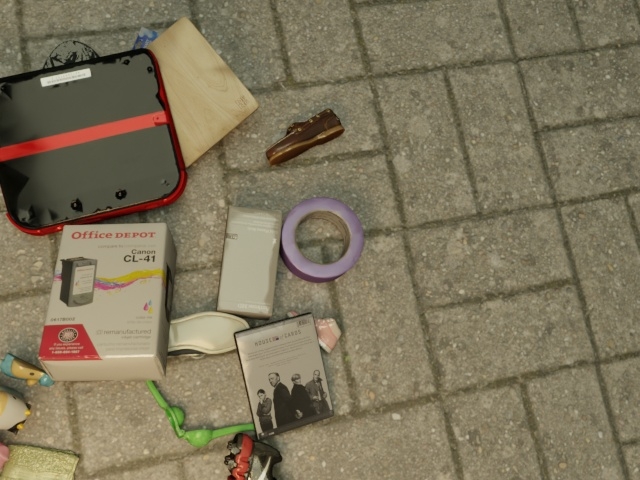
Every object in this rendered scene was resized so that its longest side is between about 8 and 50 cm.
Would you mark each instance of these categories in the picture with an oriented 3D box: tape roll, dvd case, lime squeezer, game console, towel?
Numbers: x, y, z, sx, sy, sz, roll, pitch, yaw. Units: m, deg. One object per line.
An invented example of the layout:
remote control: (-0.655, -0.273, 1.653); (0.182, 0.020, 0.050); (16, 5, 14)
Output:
tape roll: (0.000, 0.000, 1.566); (0.189, 0.080, 0.189); (2, 78, -8)
dvd case: (-0.077, 0.292, 1.477); (0.179, 0.029, 0.238); (-13, 95, -18)
lime squeezer: (-0.278, 0.371, 1.454); (0.310, 0.059, 0.110); (28, 75, -2)
game console: (-0.506, -0.209, 1.461); (0.387, 0.060, 0.342); (-15, 89, -8)
towel: (-0.581, 0.478, 1.397); (0.148, 0.027, 0.110); (13, 75, -6)

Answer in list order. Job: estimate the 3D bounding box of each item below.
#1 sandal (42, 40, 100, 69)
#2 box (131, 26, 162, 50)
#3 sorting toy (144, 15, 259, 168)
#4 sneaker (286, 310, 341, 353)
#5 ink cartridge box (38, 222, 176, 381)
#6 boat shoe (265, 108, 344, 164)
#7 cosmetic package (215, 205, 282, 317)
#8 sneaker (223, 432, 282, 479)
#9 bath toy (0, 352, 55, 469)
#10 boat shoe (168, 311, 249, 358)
sandal: (-0.566, -0.246, 1.513); (0.168, 0.107, 0.445); (7, 78, -7)
box: (-0.356, -0.424, 1.618); (0.178, 0.042, 0.109); (20, 76, -5)
sorting toy: (-0.316, -0.320, 1.549); (0.255, 0.089, 0.257); (-40, 95, -1)
sneaker: (-0.011, 0.188, 1.538); (0.134, 0.051, 0.070); (41, 79, -7)
ink cartridge box: (-0.423, 0.123, 1.388); (0.226, 0.131, 0.306); (-1, 59, -4)
boat shoe: (-0.045, -0.248, 1.619); (0.207, 0.073, 0.073); (-27, 82, -21)
cosmetic package: (-0.159, 0.053, 1.517); (0.127, 0.107, 0.238); (5, 74, -9)
sneaker: (-0.148, 0.548, 1.414); (0.135, 0.097, 0.276); (14, 80, -12)
bath toy: (-0.656, 0.404, 1.341); (0.129, 0.151, 0.348); (27, 78, -6)
boat shoe: (-0.281, 0.210, 1.476); (0.255, 0.079, 0.095); (-10, 81, -9)
